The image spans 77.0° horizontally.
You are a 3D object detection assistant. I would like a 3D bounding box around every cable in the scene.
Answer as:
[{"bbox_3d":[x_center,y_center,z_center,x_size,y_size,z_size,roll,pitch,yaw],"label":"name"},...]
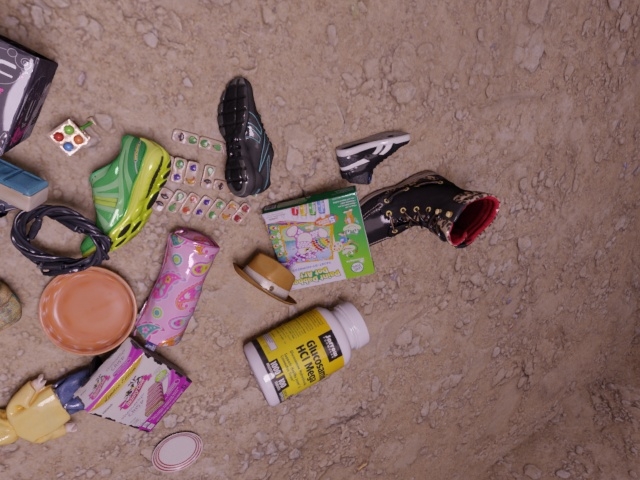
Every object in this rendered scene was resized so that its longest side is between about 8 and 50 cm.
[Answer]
[{"bbox_3d":[-0.505,-0.003,0.794,0.184,0.047,0.151,-9,115,7],"label":"cable"}]

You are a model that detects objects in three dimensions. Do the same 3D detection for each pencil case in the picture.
[{"bbox_3d":[-0.344,0.113,0.958,0.124,0.124,0.284,20,100,-32],"label":"pencil case"}]

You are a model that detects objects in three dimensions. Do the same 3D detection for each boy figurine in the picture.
[{"bbox_3d":[-0.636,0.393,0.930,0.285,0.092,0.177,-27,120,-15],"label":"boy figurine"}]

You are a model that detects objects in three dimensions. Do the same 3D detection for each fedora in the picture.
[{"bbox_3d":[-0.127,0.089,1.027,0.194,0.194,0.079,35,86,-33],"label":"fedora"}]

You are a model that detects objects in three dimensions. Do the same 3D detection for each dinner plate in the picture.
[{"bbox_3d":[-0.417,0.614,1.173,0.141,0.017,0.141,-9,112,-24],"label":"dinner plate"}]

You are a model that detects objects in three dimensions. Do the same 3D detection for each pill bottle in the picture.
[{"bbox_3d":[-0.035,0.309,1.154,0.334,0.188,0.188,-25,119,-17],"label":"pill bottle"}]

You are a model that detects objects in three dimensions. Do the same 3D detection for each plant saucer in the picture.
[{"bbox_3d":[-0.514,0.155,0.901,0.200,0.037,0.200,-1,93,-12],"label":"plant saucer"}]

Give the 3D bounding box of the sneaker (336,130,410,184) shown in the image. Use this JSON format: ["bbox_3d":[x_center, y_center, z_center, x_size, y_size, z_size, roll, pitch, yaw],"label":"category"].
[{"bbox_3d":[0.149,-0.223,1.118,0.216,0.079,0.121,-17,120,-12],"label":"sneaker"}]

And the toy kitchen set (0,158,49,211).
[{"bbox_3d":[-0.535,-0.108,0.614,0.122,0.207,0.166,28,121,-10],"label":"toy kitchen set"}]

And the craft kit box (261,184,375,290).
[{"bbox_3d":[0.000,0.000,1.072,0.249,0.061,0.247,-13,120,8],"label":"craft kit box"}]

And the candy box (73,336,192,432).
[{"bbox_3d":[-0.433,0.351,0.962,0.159,0.071,0.233,-50,148,-19],"label":"candy box"}]

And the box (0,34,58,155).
[{"bbox_3d":[-0.533,-0.249,0.642,0.142,0.247,0.163,22,98,-31],"label":"box"}]

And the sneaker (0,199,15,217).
[{"bbox_3d":[-0.641,-0.025,0.768,0.163,0.086,0.226,-11,113,-21],"label":"sneaker"}]

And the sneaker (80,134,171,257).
[{"bbox_3d":[-0.429,-0.091,0.859,0.123,0.109,0.295,36,101,4],"label":"sneaker"}]

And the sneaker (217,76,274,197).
[{"bbox_3d":[-0.170,-0.235,0.934,0.106,0.101,0.267,-11,103,-50],"label":"sneaker"}]

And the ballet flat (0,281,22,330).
[{"bbox_3d":[-0.768,0.203,0.781,0.348,0.123,0.123,-29,120,-15],"label":"ballet flat"}]

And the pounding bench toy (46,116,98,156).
[{"bbox_3d":[-0.480,-0.214,0.792,0.083,0.065,0.052,-41,122,-9],"label":"pounding bench toy"}]

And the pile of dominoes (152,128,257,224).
[{"bbox_3d":[-0.257,-0.138,0.954,0.251,0.040,0.196,10,104,-30],"label":"pile of dominoes"}]

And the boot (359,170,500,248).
[{"bbox_3d":[0.268,-0.059,1.112,0.377,0.284,0.138,-28,119,-16],"label":"boot"}]
